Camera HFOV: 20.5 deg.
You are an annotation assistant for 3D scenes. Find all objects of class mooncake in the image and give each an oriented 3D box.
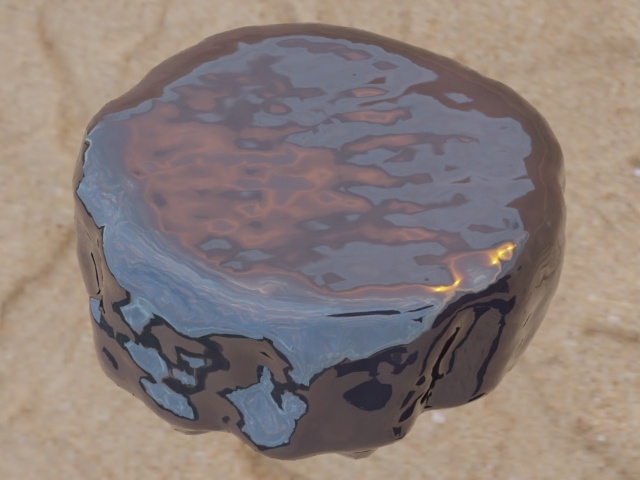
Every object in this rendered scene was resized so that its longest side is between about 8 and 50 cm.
[{"bbox_3d":[0.000,0.000,1.020,0.283,0.283,0.141,39,147,34],"label":"mooncake"}]
